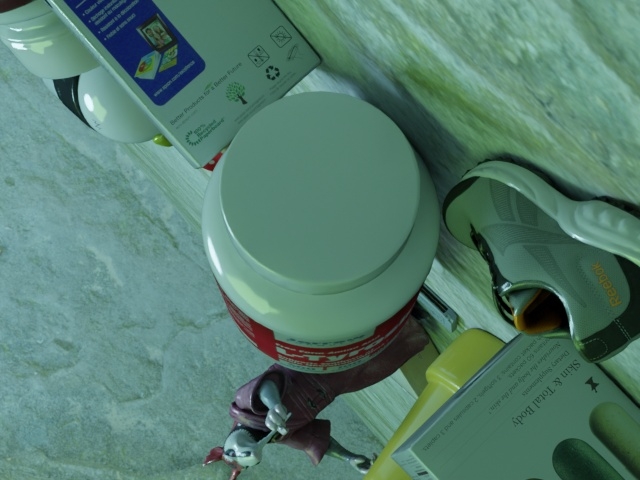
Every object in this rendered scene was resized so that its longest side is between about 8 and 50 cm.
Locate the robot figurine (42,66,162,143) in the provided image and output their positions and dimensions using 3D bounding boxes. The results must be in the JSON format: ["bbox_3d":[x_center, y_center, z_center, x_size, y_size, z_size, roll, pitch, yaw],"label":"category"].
[{"bbox_3d":[-0.303,-0.252,1.718,0.209,0.173,0.278,0,-155,-36],"label":"robot figurine"}]

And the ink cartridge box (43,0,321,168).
[{"bbox_3d":[-0.168,-0.244,1.139,0.332,0.165,0.065,50,172,-10],"label":"ink cartridge box"}]

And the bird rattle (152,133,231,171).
[{"bbox_3d":[-0.089,-0.112,1.484,0.207,0.143,0.253,23,162,29],"label":"bird rattle"}]

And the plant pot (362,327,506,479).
[{"bbox_3d":[0.190,0.278,1.464,0.254,0.239,0.254,46,170,11],"label":"plant pot"}]

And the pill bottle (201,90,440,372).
[{"bbox_3d":[0.000,0.000,1.191,0.229,0.229,0.407,46,171,10],"label":"pill bottle"}]

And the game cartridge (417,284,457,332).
[{"bbox_3d":[0.147,0.083,1.538,0.083,0.017,0.056,44,167,19],"label":"game cartridge"}]

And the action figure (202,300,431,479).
[{"bbox_3d":[-0.026,0.183,1.635,0.276,0.370,0.248,45,169,40],"label":"action figure"}]

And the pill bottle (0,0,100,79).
[{"bbox_3d":[-0.334,-0.366,1.203,0.224,0.224,0.392,39,167,44],"label":"pill bottle"}]

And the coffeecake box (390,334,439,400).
[{"bbox_3d":[0.107,0.157,1.853,0.185,0.068,0.142,39,168,42],"label":"coffeecake box"}]

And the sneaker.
[{"bbox_3d":[0.160,0.013,0.902,0.100,0.108,0.271,50,172,-26],"label":"sneaker"}]

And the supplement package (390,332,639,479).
[{"bbox_3d":[0.241,0.249,1.225,0.262,0.199,0.198,46,170,8],"label":"supplement package"}]
